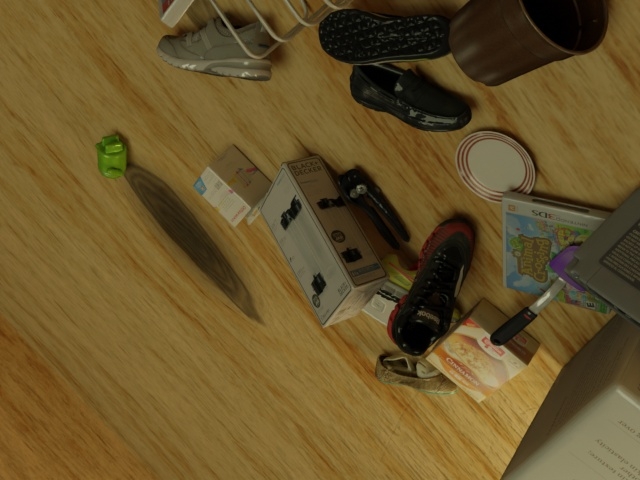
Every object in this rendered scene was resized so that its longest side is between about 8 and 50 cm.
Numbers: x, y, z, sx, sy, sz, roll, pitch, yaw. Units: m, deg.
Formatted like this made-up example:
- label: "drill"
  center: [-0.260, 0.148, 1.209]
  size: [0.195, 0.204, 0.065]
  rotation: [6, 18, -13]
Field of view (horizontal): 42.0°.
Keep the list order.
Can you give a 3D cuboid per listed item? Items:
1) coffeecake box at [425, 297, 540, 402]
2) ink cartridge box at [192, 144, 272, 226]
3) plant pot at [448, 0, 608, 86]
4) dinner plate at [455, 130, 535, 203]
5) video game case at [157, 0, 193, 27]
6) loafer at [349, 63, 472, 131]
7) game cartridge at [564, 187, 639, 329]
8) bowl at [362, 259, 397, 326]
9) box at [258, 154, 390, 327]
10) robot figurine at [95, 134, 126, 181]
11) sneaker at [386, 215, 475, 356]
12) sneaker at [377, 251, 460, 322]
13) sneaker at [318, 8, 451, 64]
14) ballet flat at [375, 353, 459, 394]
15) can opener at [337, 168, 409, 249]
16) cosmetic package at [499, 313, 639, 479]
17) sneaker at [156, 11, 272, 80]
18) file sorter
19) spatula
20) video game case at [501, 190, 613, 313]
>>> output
- label: "coffeecake box"
  center: [0.317, 0.219, 1.643]
  size: [0.142, 0.068, 0.185]
  rotation: [40, 141, 5]
- label: "ink cartridge box"
  center: [-0.176, -0.107, 1.748]
  size: [0.143, 0.090, 0.092]
  rotation: [45, 142, -4]
- label: "plant pot"
  center: [0.272, -0.300, 1.143]
  size: [0.167, 0.167, 0.165]
  rotation: [51, 148, -10]
- label: "dinner plate"
  center: [0.292, -0.124, 1.390]
  size: [0.141, 0.017, 0.141]
  rotation: [24, 138, 23]
- label: "video game case"
  center: [-0.183, -0.460, 1.253]
  size: [0.025, 0.285, 0.204]
  rotation: [29, 116, -32]
- label: "loafer"
  center: [0.143, -0.239, 1.364]
  size: [0.223, 0.076, 0.078]
  rotation: [25, 146, 27]
- label: "game cartridge"
  center: [0.504, 0.045, 1.160]
  size: [0.062, 0.198, 0.297]
  rotation: [48, 180, -37]
- label: "bowl"
  center: [0.130, 0.117, 1.722]
  size: [0.142, 0.053, 0.142]
  rotation: [34, 140, 14]
- label: "box"
  center: [0.000, 0.000, 1.609]
  size: [0.290, 0.087, 0.169]
  rotation: [60, 146, 20]
- label: "robot figurine"
  center: [-0.489, -0.193, 1.955]
  size: [0.101, 0.067, 0.115]
  rotation: [56, 150, 30]
- label: "sneaker"
  center: [0.206, 0.092, 1.499]
  size: [0.097, 0.135, 0.276]
  rotation: [23, 106, -5]
- label: "sneaker"
  center: [0.195, 0.093, 1.626]
  size: [0.208, 0.094, 0.081]
  rotation: [30, 166, -18]
- label: "sneaker"
  center: [0.112, -0.311, 1.303]
  size: [0.234, 0.097, 0.084]
  rotation: [11, 101, 24]
- label: "ballet flat"
  center: [0.203, 0.284, 1.804]
  size: [0.206, 0.073, 0.067]
  rotation: [3, 112, 35]
- label: "can opener"
  center: [0.106, -0.061, 1.589]
  size: [0.059, 0.073, 0.186]
  rotation: [-42, 99, 13]
- label: "cosmetic package"
  center: [0.550, 0.310, 1.320]
  size: [0.329, 0.327, 0.394]
  rotation: [36, 140, 9]
- label: "sneaker"
  center: [-0.190, -0.365, 1.546]
  size: [0.281, 0.105, 0.115]
  rotation: [16, 100, 35]
- label: "file sorter"
  center: [-0.023, -0.423, 1.249]
  size: [0.277, 0.193, 0.173]
  rotation: [-18, 115, 48]
- label: "spatula"
  center: [0.384, 0.105, 1.448]
  size: [0.084, 0.030, 0.296]
  rotation: [39, 132, 1]
- label: "video game case"
  center: [0.402, 0.022, 1.412]
  size: [0.193, 0.023, 0.212]
  rotation: [15, 137, 28]
